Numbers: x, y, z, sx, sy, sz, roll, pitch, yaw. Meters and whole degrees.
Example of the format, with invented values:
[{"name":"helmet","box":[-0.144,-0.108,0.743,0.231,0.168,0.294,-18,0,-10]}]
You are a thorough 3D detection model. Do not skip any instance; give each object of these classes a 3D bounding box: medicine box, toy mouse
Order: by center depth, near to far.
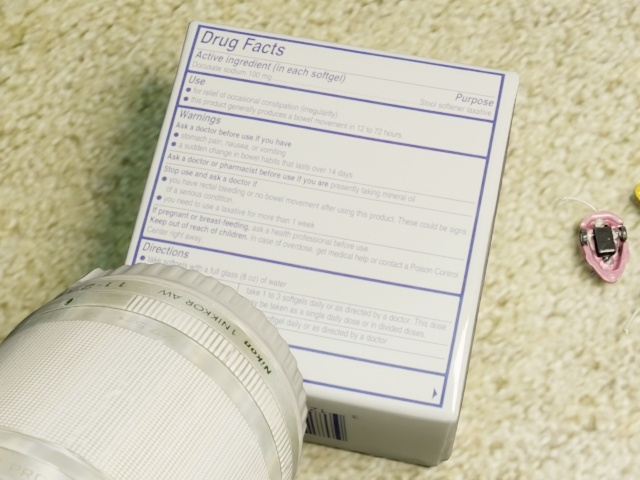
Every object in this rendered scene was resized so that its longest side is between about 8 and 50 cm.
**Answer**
[{"name":"medicine box","box":[0.000,0.000,1.124,0.263,0.149,0.289,10,70,7]},{"name":"toy mouse","box":[0.265,0.017,1.169,0.161,0.031,0.143,15,70,8]}]

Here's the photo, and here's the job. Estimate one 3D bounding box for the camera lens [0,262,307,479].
[{"name":"camera lens","box":[-0.144,0.161,0.900,0.219,0.219,0.274,20,31,10]}]
